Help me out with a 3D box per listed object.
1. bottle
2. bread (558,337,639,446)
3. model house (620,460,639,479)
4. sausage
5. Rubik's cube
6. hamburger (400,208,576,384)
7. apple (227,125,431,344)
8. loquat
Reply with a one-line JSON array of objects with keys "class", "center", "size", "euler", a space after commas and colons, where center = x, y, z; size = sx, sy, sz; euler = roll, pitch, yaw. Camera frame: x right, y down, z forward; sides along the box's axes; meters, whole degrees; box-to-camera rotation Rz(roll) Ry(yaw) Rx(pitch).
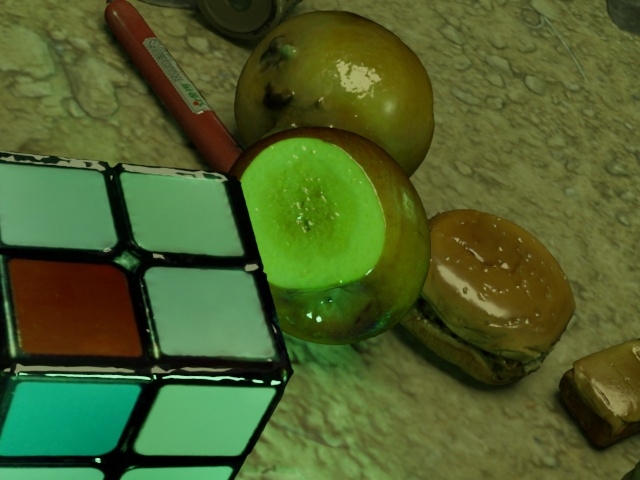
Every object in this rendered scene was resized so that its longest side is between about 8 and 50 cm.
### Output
[{"class": "bottle", "center": [-0.049, -0.261, 1.317], "size": [0.099, 0.099, 0.152], "euler": [32, 37, 4]}, {"class": "bread", "center": [0.259, 0.120, 1.127], "size": [0.132, 0.053, 0.074], "euler": [-12, 55, -35]}, {"class": "model house", "center": [0.357, 0.231, 0.884], "size": [0.382, 0.342, 0.334], "euler": [-12, 63, -26]}, {"class": "sausage", "center": [-0.123, -0.128, 1.183], "size": [0.034, 0.034, 0.253], "euler": [-16, 57, -39]}, {"class": "Rubik's cube", "center": [-0.140, 0.067, 0.875], "size": [0.180, 0.167, 0.183], "euler": [6, 44, -23]}, {"class": "hamburger", "center": [0.132, 0.041, 1.117], "size": [0.147, 0.083, 0.138], "euler": [37, 37, 5]}, {"class": "apple", "center": [0.006, -0.001, 1.029], "size": [0.146, 0.163, 0.147], "euler": [-18, 58, 15]}, {"class": "loquat", "center": [0.009, -0.110, 1.146], "size": [0.172, 0.149, 0.204], "euler": [37, 35, 16]}]
